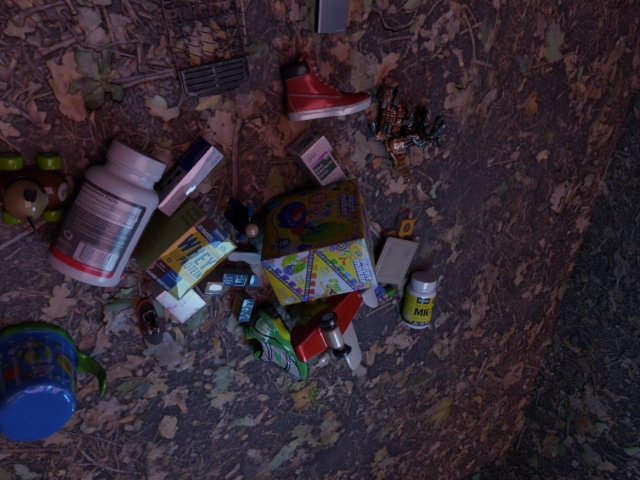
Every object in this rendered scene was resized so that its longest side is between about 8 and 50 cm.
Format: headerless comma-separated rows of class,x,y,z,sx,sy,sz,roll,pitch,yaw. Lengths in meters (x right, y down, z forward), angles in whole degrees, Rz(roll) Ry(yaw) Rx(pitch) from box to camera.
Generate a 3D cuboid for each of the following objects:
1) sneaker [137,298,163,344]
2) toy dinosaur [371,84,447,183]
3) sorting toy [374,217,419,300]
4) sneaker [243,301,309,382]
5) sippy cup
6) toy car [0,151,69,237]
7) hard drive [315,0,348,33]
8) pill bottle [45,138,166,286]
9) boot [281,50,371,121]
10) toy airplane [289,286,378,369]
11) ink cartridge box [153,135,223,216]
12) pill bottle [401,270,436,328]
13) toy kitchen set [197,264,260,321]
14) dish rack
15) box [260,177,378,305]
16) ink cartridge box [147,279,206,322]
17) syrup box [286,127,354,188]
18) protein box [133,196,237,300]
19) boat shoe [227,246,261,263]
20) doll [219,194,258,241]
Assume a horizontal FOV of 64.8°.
sneaker,-0.483,0.246,1.438,0.061,0.065,0.158,-23,125,-23
toy dinosaur,0.267,-0.344,1.627,0.218,0.164,0.322,-19,143,-9
sorting toy,0.269,0.071,1.888,0.196,0.047,0.347,8,109,-42
sneaker,-0.151,0.365,1.711,0.146,0.134,0.343,-33,120,-8
sippy cup,-0.706,0.356,1.236,0.305,0.224,0.240,-28,128,-21
toy car,-0.613,-0.090,1.084,0.149,0.188,0.155,-7,118,-32
hard drive,0.032,-0.630,1.357,0.094,0.022,0.135,-12,121,-30
pill bottle,-0.491,-0.067,1.185,0.176,0.176,0.318,25,94,-41
boot,0.019,-0.431,1.383,0.244,0.088,0.176,-11,110,-12
toy airplane,0.024,0.226,1.691,0.384,0.272,0.386,25,62,-51
ink cartridge box,-0.347,-0.166,1.291,0.207,0.097,0.046,-49,131,-3
pill bottle,0.396,0.236,2.016,0.119,0.119,0.208,-10,119,-31
toy kitchen set,-0.282,0.171,1.501,0.207,0.122,0.166,6,110,-37
dish rack,-0.261,-0.480,1.199,0.208,0.074,0.271,-22,125,-23
box,0.000,0.000,1.430,0.279,0.290,0.177,-13,127,9
ink cartridge box,-0.409,0.143,1.417,0.090,0.092,0.143,-41,130,-10
syrup box,0.010,-0.215,1.516,0.093,0.096,0.237,-45,132,-6
protein box,-0.364,0.006,1.303,0.201,0.200,0.136,-44,131,-8
boat shoe,-0.228,0.042,1.527,0.125,0.038,0.046,6,129,-36
doll,-0.218,-0.056,1.380,0.046,0.189,0.129,6,110,-37
